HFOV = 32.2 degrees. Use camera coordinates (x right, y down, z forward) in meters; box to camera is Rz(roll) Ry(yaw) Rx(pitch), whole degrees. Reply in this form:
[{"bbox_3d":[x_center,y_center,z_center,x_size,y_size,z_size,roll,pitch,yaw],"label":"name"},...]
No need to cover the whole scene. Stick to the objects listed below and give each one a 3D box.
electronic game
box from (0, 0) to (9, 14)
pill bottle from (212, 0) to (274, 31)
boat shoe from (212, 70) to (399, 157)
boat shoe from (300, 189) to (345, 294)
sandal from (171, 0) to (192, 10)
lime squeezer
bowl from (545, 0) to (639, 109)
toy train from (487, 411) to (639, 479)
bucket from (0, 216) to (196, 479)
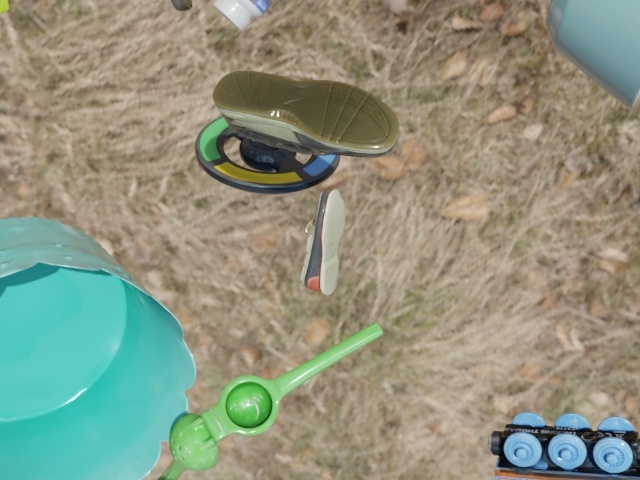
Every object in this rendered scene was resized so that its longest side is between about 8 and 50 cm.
[{"bbox_3d":[-0.082,-0.143,1.740,0.229,0.229,0.048,19,130,18],"label":"electronic game"},{"bbox_3d":[-0.314,-0.269,0.882,0.109,0.042,0.178,16,127,19],"label":"box"},{"bbox_3d":[-0.103,-0.402,1.751,0.078,0.137,0.078,41,-177,-2],"label":"pill bottle"},{"bbox_3d":[-0.014,-0.135,1.261,0.223,0.080,0.073,15,154,17],"label":"boat shoe"},{"bbox_3d":[0.000,0.000,1.362,0.043,0.049,0.137,18,116,31],"label":"boat shoe"},{"bbox_3d":[-0.240,-0.388,1.497,0.219,0.060,0.090,61,-177,18],"label":"sandal"},{"bbox_3d":[-0.075,0.176,1.068,0.310,0.059,0.110,-39,148,21],"label":"lime squeezer"},{"bbox_3d":[0.425,-0.357,1.563,0.163,0.311,0.311,23,143,11],"label":"bowl"},{"bbox_3d":[0.280,0.253,1.244,0.184,0.080,0.105,0,107,19],"label":"toy train"},{"bbox_3d":[-0.282,0.118,1.099,0.281,0.281,0.183,58,170,-30],"label":"bucket"}]
